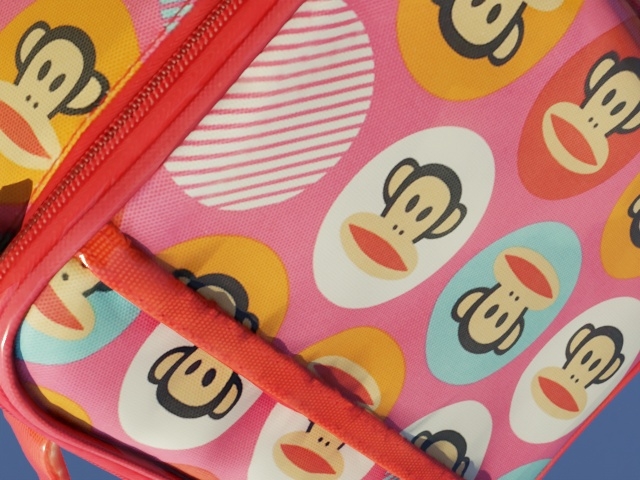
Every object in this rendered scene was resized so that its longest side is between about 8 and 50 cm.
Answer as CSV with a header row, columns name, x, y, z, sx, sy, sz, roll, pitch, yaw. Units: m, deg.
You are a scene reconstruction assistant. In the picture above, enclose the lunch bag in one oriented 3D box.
name,x,y,z,sx,sy,sz,roll,pitch,yaw
lunch bag,0.000,0.000,0.583,0.258,0.293,0.120,-47,-129,3
